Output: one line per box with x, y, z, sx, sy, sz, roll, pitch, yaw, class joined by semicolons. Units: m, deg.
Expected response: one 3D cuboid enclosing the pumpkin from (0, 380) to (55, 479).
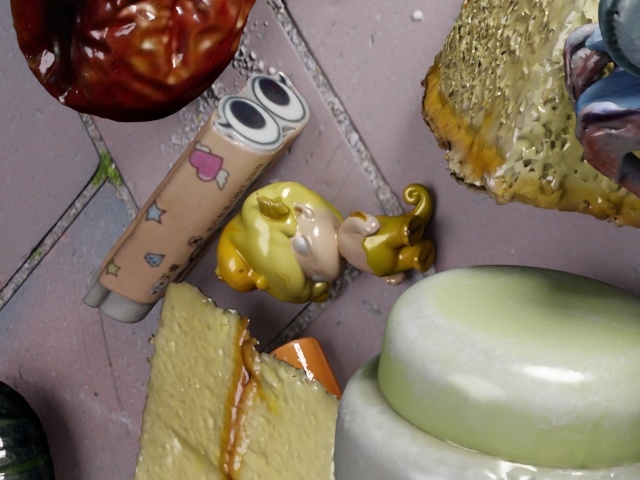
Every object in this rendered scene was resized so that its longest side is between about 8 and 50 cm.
-0.442;0.285;2.306;0.250;0.216;0.250;165;90;-76;pumpkin

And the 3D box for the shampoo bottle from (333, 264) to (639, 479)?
0.170;0.201;1.621;0.322;0.322;0.317;23;114;41;shampoo bottle

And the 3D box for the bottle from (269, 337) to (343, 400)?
0.003;0.197;1.960;0.069;0.069;0.187;-37;68;39;bottle

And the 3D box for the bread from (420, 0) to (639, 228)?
0.258;-0.144;1.703;0.315;0.279;0.248;-91;19;-70;bread

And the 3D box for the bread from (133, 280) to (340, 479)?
-0.092;0.293;1.905;0.346;0.242;0.405;11;123;49;bread

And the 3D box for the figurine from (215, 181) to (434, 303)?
0.000;0.000;1.929;0.246;0.131;0.156;2;133;30;figurine

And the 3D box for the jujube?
-0.194;-0.319;2.003;0.276;0.276;0.377;38;121;37;jujube

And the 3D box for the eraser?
-0.136;-0.043;2.029;0.087;0.171;0.290;42;123;4;eraser

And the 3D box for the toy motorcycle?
0.356;-0.123;1.499;0.241;0.319;0.182;102;174;-61;toy motorcycle
